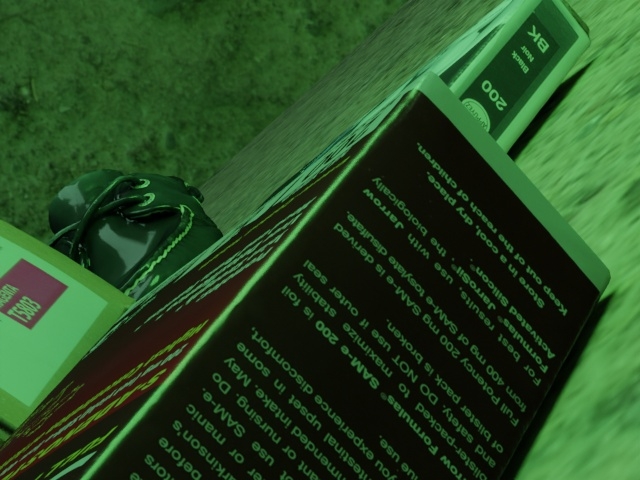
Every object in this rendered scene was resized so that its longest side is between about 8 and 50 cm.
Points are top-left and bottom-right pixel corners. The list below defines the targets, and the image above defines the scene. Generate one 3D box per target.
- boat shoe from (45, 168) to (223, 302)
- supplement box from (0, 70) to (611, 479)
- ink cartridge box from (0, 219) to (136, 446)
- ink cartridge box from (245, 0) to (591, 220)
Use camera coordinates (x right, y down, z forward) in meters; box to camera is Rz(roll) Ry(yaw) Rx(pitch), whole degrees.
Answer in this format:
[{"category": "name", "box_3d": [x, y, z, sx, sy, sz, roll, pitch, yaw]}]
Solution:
[{"category": "boat shoe", "box_3d": [-0.128, 0.005, 1.221, 0.127, 0.113, 0.340, -41, 6, 5]}, {"category": "supplement box", "box_3d": [-0.037, 0.069, 0.392, 0.130, 0.073, 0.239, -37, 9, 36]}, {"category": "ink cartridge box", "box_3d": [-0.173, 0.104, 0.749, 0.193, 0.088, 0.234, -57, 3, 10]}, {"category": "ink cartridge box", "box_3d": [0.000, 0.000, 0.780, 0.206, 0.045, 0.208, -37, 10, 43]}]
